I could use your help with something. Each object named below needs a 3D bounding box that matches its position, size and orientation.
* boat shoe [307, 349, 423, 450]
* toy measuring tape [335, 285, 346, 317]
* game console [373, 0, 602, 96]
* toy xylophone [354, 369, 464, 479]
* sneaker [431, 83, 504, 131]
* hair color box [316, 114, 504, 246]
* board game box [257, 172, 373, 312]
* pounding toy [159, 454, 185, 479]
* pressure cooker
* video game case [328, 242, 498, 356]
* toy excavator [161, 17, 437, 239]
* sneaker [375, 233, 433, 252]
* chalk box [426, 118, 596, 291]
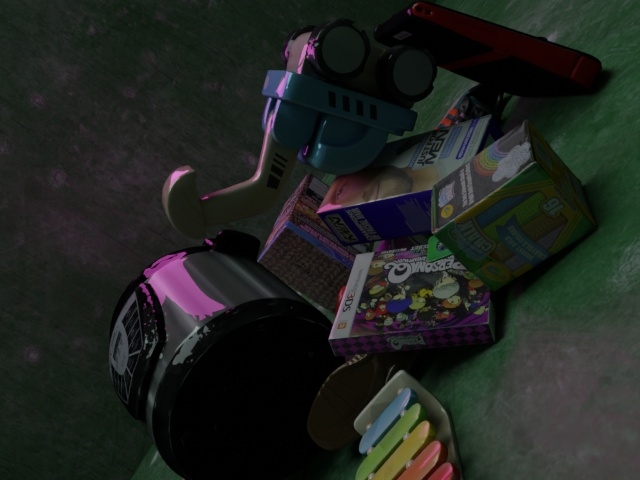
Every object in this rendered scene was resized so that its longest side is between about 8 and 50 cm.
[{"bbox_3d":[0.092,0.213,1.132,0.285,0.104,0.089,-50,-23,2],"label":"boat shoe"},{"bbox_3d":[0.076,0.114,1.259,0.121,0.121,0.330,-56,-12,-1],"label":"toy measuring tape"},{"bbox_3d":[0.284,-0.344,1.293,0.386,0.342,0.060,-117,47,-79],"label":"game console"},{"bbox_3d":[0.083,0.310,0.850,0.236,0.081,0.322,-54,10,10],"label":"toy xylophone"},{"bbox_3d":[0.301,-0.234,1.512,0.302,0.108,0.121,-59,6,-29],"label":"sneaker"},{"bbox_3d":[0.174,-0.106,1.351,0.339,0.110,0.185,-12,40,43],"label":"hair color box"},{"bbox_3d":[0.000,0.000,1.829,0.141,0.232,0.291,-51,10,32],"label":"board game box"},{"bbox_3d":[-0.324,0.576,1.633,0.154,0.155,0.269,-64,-1,28],"label":"pounding toy"},{"bbox_3d":[-0.193,0.214,1.334,0.370,0.375,0.420,-33,33,-16],"label":"pressure cooker"},{"bbox_3d":[0.144,0.079,1.060,0.232,0.041,0.210,-9,32,23],"label":"video game case"},{"bbox_3d":[-0.043,-0.190,1.351,0.222,0.433,0.445,-147,71,-67],"label":"toy excavator"},{"bbox_3d":[0.175,-0.039,1.511,0.161,0.102,0.282,-53,10,35],"label":"sneaker"},{"bbox_3d":[0.238,-0.032,0.975,0.213,0.132,0.132,-38,22,29],"label":"chalk box"}]
